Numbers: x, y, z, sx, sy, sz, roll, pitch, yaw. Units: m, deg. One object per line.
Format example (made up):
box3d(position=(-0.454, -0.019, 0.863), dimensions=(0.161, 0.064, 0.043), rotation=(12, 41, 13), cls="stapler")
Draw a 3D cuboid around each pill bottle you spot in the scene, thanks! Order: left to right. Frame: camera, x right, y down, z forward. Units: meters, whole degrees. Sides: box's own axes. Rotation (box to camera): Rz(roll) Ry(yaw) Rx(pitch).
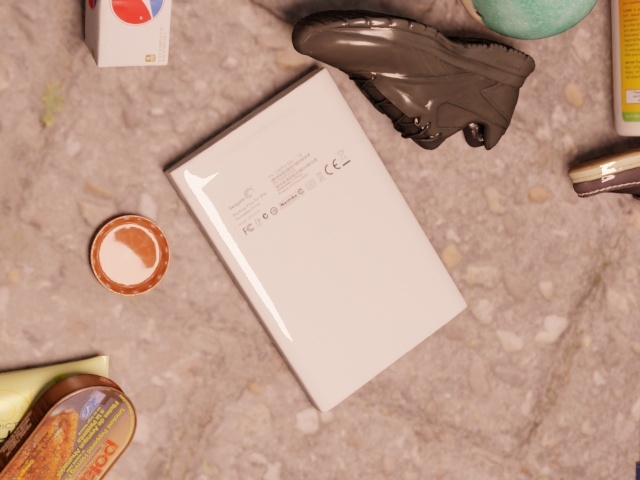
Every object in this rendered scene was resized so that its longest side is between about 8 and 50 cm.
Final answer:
box3d(position=(0.392, -0.241, 1.703), dimensions=(0.136, 0.136, 0.246), rotation=(-5, 96, -20), cls="pill bottle")

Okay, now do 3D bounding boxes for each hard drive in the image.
box3d(position=(0.000, 0.000, 1.630), dimensions=(0.203, 0.040, 0.307), rotation=(-35, 106, -14), cls="hard drive")

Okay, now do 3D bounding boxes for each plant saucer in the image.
box3d(position=(-0.196, 0.015, 1.573), dimensions=(0.083, 0.013, 0.083), rotation=(-2, 94, -20), cls="plant saucer")

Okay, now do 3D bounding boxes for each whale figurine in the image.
box3d(position=(0.264, -0.332, 1.620), dimensions=(0.272, 0.141, 0.216), rotation=(-48, 139, -8), cls="whale figurine")

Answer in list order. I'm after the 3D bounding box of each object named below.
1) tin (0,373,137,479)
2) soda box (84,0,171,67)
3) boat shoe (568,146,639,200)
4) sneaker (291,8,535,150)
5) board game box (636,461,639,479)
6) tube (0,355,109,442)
box3d(position=(-0.262, 0.216, 1.525), dimensions=(0.106, 0.040, 0.190), rotation=(36, 96, -36), cls="tin")
box3d(position=(-0.184, -0.279, 1.480), dimensions=(0.074, 0.069, 0.216), rotation=(-5, 121, -20), cls="soda box")
box3d(position=(0.416, -0.068, 1.747), dimensions=(0.285, 0.103, 0.092), rotation=(-9, 93, -25), cls="boat shoe")
box3d(position=(0.097, -0.166, 1.610), dimensions=(0.286, 0.109, 0.130), rotation=(11, 97, -27), cls="sneaker")
box3d(position=(0.472, 0.265, 1.817), dimensions=(0.194, 0.060, 0.194), rotation=(-1, 94, -22), cls="board game box")
box3d(position=(-0.324, 0.166, 1.517), dimensions=(0.240, 0.070, 0.062), rotation=(-2, 54, -26), cls="tube")
